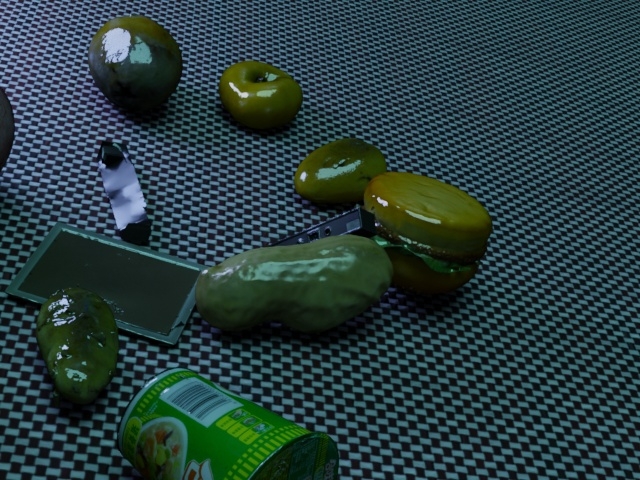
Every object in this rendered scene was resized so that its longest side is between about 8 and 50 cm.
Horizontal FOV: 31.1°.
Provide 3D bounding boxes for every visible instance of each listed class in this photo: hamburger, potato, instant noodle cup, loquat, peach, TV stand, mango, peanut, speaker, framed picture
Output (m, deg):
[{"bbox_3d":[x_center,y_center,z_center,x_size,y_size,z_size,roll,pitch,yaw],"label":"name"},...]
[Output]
[{"bbox_3d":[0.163,-0.002,1.946,0.246,0.170,0.246,13,24,-6],"label":"hamburger"},{"bbox_3d":[-0.340,0.147,1.618,0.117,0.090,0.225,3,34,-16],"label":"potato"},{"bbox_3d":[-0.130,0.273,1.438,0.233,0.207,0.207,30,36,32],"label":"instant noodle cup"},{"bbox_3d":[-0.360,-0.347,2.255,0.179,0.179,0.227,-6,40,-28],"label":"loquat"},{"bbox_3d":[-0.119,-0.295,2.333,0.179,0.103,0.179,13,32,-8],"label":"peach"},{"bbox_3d":[-0.341,-0.086,1.993,0.049,0.040,0.256,8,33,-27],"label":"TV stand"},{"bbox_3d":[0.037,-0.125,2.154,0.195,0.098,0.137,-25,54,-37],"label":"mango"},{"bbox_3d":[-0.037,0.077,1.792,0.319,0.147,0.147,-10,40,-16],"label":"peanut"},{"bbox_3d":[0.000,0.000,1.884,0.046,0.191,0.040,21,54,-50],"label":"speaker"},{"bbox_3d":[-0.326,0.066,1.807,0.273,0.016,0.216,17,33,3],"label":"framed picture"}]

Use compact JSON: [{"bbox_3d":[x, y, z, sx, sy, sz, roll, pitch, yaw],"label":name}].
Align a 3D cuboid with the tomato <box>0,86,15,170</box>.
[{"bbox_3d":[-0.628,-0.169,1.847,0.270,0.227,0.270,4,12,-1],"label":"tomato"}]
